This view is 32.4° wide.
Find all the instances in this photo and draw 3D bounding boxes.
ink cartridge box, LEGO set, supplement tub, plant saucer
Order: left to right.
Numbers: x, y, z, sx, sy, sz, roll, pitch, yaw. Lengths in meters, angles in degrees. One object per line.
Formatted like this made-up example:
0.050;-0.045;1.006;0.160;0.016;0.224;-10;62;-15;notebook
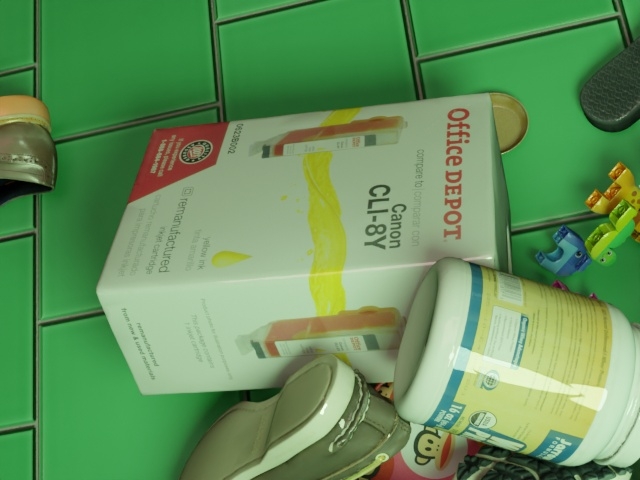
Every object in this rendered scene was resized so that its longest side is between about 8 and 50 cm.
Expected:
0.000;0.000;1.146;0.385;0.160;0.279;-5;40;12;ink cartridge box
0.201;-0.133;1.284;0.083;0.015;0.083;-5;65;11;plant saucer
0.174;0.107;0.932;0.200;0.144;0.144;16;70;-4;supplement tub
0.317;0.000;1.157;0.227;0.093;0.087;-51;25;18;LEGO set

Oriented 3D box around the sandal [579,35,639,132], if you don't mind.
0.408;-0.215;1.255;0.254;0.054;0.097;-34;56;9;sandal

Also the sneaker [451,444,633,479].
0.148;0.261;0.965;0.283;0.122;0.110;-17;19;-16;sneaker

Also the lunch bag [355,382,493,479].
0.142;0.286;1.057;0.258;0.120;0.293;14;70;19;lunch bag

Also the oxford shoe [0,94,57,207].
-0.503;-0.062;1.375;0.364;0.130;0.132;-20;71;6;oxford shoe

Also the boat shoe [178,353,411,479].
-0.039;0.208;1.076;0.097;0.324;0.116;32;50;-18;boat shoe
